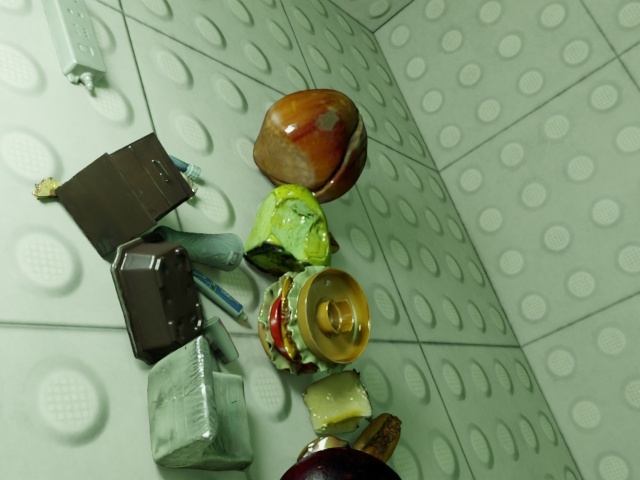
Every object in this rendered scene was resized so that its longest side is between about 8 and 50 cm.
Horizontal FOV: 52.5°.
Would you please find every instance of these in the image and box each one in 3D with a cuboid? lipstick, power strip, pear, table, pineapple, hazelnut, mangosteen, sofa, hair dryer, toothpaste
[{"bbox_3d":[-0.366,-0.195,1.676,0.116,0.037,0.037,25,41,-37],"label":"lipstick"},{"bbox_3d":[-0.607,-0.510,1.590,0.098,0.058,0.338,8,55,-56],"label":"power strip"},{"bbox_3d":[-0.055,-0.018,1.752,0.238,0.164,0.255,31,56,-22],"label":"pear"},{"bbox_3d":[-0.398,-0.104,1.364,0.169,0.172,0.193,57,27,-11],"label":"table"},{"bbox_3d":[-0.546,-0.106,1.312,0.083,0.019,0.045,-20,85,-62],"label":"pineapple"},{"bbox_3d":[-0.024,-0.292,1.985,0.372,0.372,0.315,28,11,-42],"label":"hazelnut"},{"bbox_3d":[0.032,0.553,1.286,0.307,0.307,0.347,52,0,-9],"label":"mangosteen"},{"bbox_3d":[-0.202,0.322,1.245,0.225,0.176,0.210,27,40,-43],"label":"sofa"},{"bbox_3d":[-0.251,0.241,1.403,0.154,0.054,0.106,-33,94,-52],"label":"hair dryer"},{"bbox_3d":[-0.244,0.127,1.533,0.197,0.035,0.057,43,15,-21],"label":"toothpaste"}]

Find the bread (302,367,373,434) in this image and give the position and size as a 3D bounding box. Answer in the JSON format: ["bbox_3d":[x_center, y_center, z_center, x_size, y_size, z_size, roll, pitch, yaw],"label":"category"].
[{"bbox_3d":[0.075,0.402,1.615,0.169,0.160,0.140,17,47,-50],"label":"bread"}]

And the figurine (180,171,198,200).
[{"bbox_3d":[-0.345,-0.130,1.635,0.083,0.047,0.050,40,47,-42],"label":"figurine"}]

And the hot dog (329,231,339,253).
[{"bbox_3d":[0.001,0.002,2.028,0.140,0.060,0.090,21,40,-57],"label":"hot dog"}]

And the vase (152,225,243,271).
[{"bbox_3d":[-0.291,0.016,1.516,0.219,0.096,0.096,11,52,-50],"label":"vase"}]

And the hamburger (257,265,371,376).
[{"bbox_3d":[-0.030,0.202,1.596,0.274,0.212,0.274,22,59,-42],"label":"hamburger"}]

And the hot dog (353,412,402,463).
[{"bbox_3d":[0.161,0.527,1.713,0.102,0.076,0.249,63,27,4],"label":"hot dog"}]

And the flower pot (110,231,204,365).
[{"bbox_3d":[-0.308,0.112,1.293,0.179,0.084,0.251,-37,117,-62],"label":"flower pot"}]
